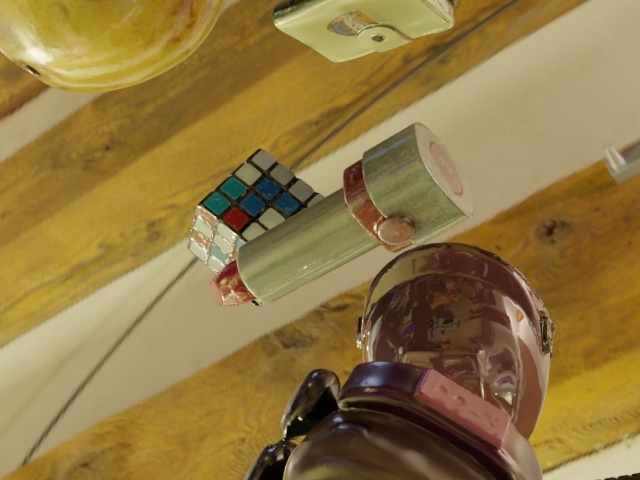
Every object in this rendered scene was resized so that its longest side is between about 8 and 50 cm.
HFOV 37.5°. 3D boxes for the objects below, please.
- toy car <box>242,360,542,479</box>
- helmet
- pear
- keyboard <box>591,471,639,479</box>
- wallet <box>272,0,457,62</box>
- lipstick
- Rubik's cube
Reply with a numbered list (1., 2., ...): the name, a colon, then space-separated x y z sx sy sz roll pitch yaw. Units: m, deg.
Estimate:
1. toy car: 0.035 0.291 0.840 0.271 0.240 0.340 30 -56 7
2. helmet: 0.178 0.187 1.284 0.271 0.338 0.197 2 -134 13
3. pear: -0.224 -0.285 0.947 0.281 0.281 0.280 -18 -125 27
4. keyboard: 0.110 0.171 0.584 0.205 0.061 0.013 -7 -126 -6
5. wallet: 0.045 -0.226 0.924 0.155 0.110 0.039 -9 -113 40
6. lipstick: 0.000 0.001 0.589 0.186 0.063 0.057 -30 -141 25
7. Rubik's cube: -0.095 -0.018 1.468 0.154 0.155 0.151 40 -121 7
